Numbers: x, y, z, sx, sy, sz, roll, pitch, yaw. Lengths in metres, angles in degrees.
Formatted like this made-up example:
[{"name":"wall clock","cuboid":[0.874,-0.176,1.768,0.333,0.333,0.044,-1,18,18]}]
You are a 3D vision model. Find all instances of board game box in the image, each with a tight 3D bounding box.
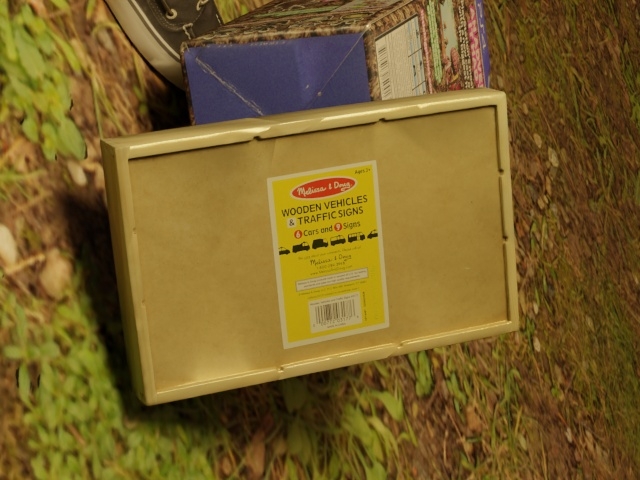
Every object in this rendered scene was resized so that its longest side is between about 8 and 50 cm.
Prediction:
[{"name":"board game box","cuboid":[0.031,-0.072,1.219,0.291,0.141,0.232,-41,126,-64]}]

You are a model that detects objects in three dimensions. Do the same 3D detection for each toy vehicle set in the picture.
[{"name":"toy vehicle set","cuboid":[0.000,0.000,1.034,0.035,0.267,0.166,-153,-124,-65]}]

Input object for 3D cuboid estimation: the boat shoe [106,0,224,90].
[{"name":"boat shoe","cuboid":[-0.111,-0.196,1.145,0.228,0.076,0.080,54,31,-34]}]
